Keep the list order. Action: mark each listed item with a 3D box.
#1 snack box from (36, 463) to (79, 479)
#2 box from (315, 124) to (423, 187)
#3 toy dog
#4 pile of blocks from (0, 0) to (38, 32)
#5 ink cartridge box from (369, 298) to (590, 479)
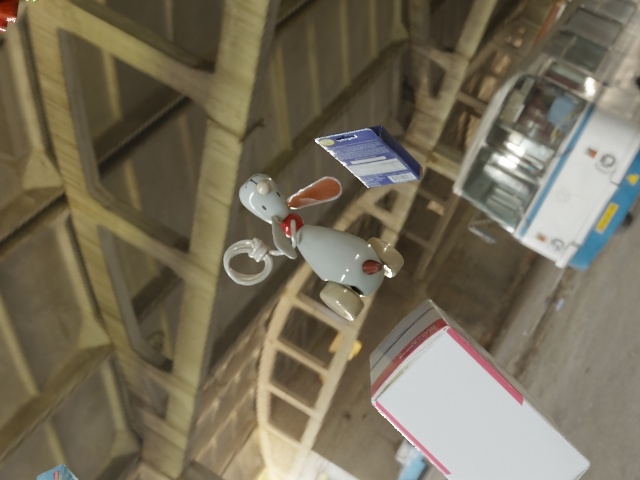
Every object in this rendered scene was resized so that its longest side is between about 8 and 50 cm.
[{"bbox_3d":[-0.405,0.553,1.379,0.060,0.322,0.187,-25,-55,2],"label":"snack box"},{"bbox_3d":[0.103,-0.180,1.721,0.225,0.136,0.037,35,-123,-50],"label":"box"},{"bbox_3d":[0.000,0.000,1.495,0.161,0.333,0.220,129,160,-71],"label":"toy dog"},{"bbox_3d":[-0.350,-0.394,1.134,0.362,0.113,0.149,-41,10,-16],"label":"pile of blocks"},{"bbox_3d":[0.165,0.185,0.956,0.117,0.207,0.283,-46,-1,4],"label":"ink cartridge box"}]
